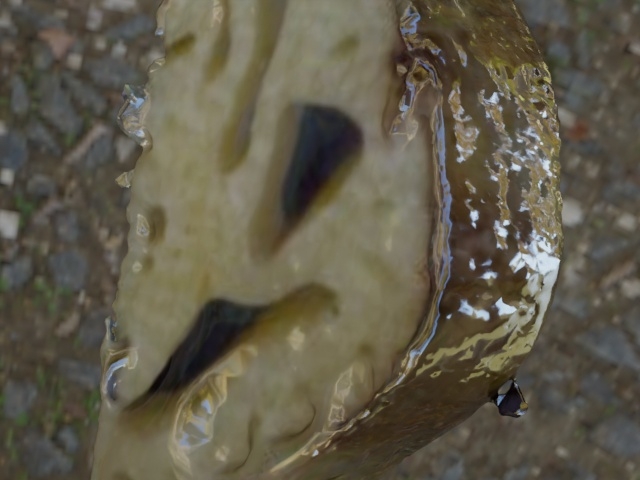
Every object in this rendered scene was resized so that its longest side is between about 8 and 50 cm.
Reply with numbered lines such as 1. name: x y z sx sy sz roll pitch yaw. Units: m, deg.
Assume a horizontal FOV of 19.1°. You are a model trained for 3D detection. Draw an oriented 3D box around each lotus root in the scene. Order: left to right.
1. lotus root: 0.000 0.000 0.638 0.074 0.170 0.260 18 73 -44
